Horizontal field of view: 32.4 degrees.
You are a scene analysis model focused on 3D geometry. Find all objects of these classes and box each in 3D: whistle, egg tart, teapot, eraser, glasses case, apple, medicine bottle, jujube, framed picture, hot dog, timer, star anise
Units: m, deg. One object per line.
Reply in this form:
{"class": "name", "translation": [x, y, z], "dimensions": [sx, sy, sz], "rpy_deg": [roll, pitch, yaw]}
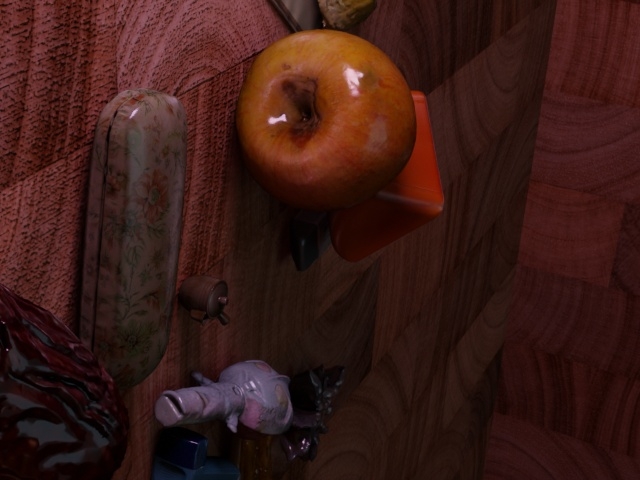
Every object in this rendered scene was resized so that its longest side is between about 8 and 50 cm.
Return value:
{"class": "whistle", "translation": [-0.154, 0.279, 1.895], "dimensions": [0.346, 0.134, 0.142], "rpy_deg": [4, 69, -58]}
{"class": "egg tart", "translation": [0.061, -0.483, 1.917], "dimensions": [0.232, 0.098, 0.252], "rpy_deg": [32, 66, -71]}
{"class": "teapot", "translation": [-0.183, 0.108, 1.769], "dimensions": [0.085, 0.080, 0.110], "rpy_deg": [-63, 155, -27]}
{"class": "eraser", "translation": [0.025, -0.065, 2.173], "dimensions": [0.352, 0.061, 0.089], "rpy_deg": [-49, 148, -46]}
{"class": "glasses case", "translation": [-0.255, 0.004, 1.504], "dimensions": [0.156, 0.098, 0.425], "rpy_deg": [-27, 129, -58]}
{"class": "apple", "translation": [0.014, -0.185, 1.756], "dimensions": [0.275, 0.299, 0.299], "rpy_deg": [19, 87, -57]}
{"class": "medicine bottle", "translation": [-0.208, 0.395, 1.904], "dimensions": [0.124, 0.079, 0.258], "rpy_deg": [-71, 158, -8]}
{"class": "jujube", "translation": [-0.356, 0.179, 1.277], "dimensions": [0.216, 0.216, 0.342], "rpy_deg": [-60, 148, -31]}
{"class": "framed picture", "translation": [-0.023, -0.438, 1.873], "dimensions": [0.173, 0.010, 0.231], "rpy_deg": [-70, 158, -11]}
{"class": "hot dog", "translation": [-0.139, 0.419, 2.091], "dimensions": [0.102, 0.076, 0.249], "rpy_deg": [-33, 137, -41]}
{"class": "timer", "translation": [0.081, -0.119, 2.008], "dimensions": [0.250, 0.161, 0.257], "rpy_deg": [135, -46, -54]}
{"class": "star anise", "translation": [-0.021, 0.351, 2.303], "dimensions": [0.236, 0.093, 0.229], "rpy_deg": [-53, 150, -39]}
